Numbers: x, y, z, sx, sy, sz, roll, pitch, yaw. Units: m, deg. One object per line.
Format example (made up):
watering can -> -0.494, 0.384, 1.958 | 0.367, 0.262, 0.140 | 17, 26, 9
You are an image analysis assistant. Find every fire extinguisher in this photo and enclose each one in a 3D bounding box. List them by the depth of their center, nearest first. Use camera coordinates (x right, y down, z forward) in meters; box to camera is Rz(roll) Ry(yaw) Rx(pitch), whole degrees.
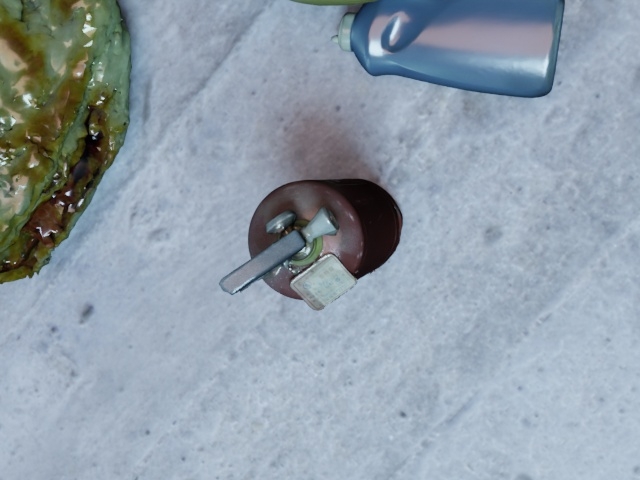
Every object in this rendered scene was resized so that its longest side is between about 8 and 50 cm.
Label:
fire extinguisher -> 0.000, 0.000, 0.771 | 0.104, 0.269, 0.105 | 1, 95, 13

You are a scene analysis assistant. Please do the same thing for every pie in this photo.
pie -> -0.378, -0.169, 0.897 | 0.395, 0.180, 0.418 | 13, 90, 13

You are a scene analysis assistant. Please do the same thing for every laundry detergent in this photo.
laundry detergent -> 0.110, -0.184, 0.840 | 0.206, 0.061, 0.097 | 7, 101, 13

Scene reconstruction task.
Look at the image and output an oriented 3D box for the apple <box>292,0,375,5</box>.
apple -> 0.001, -0.368, 0.714 | 0.357, 0.357, 0.358 | 1, 94, 13
